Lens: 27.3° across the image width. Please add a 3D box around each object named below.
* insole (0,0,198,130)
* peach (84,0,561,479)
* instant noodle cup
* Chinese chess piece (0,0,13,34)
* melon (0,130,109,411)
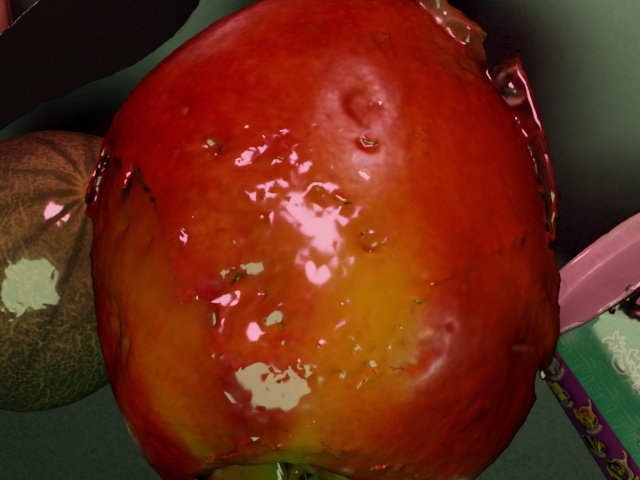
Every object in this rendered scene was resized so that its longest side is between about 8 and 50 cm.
[{"bbox_3d":[-0.240,-0.154,1.134,0.322,0.007,0.109,-31,135,8],"label":"insole"},{"bbox_3d":[0.000,0.000,1.011,0.353,0.416,0.339,28,149,-31],"label":"peach"},{"bbox_3d":[0.293,0.089,1.069,0.251,0.251,0.190,-35,98,34],"label":"instant noodle cup"},{"bbox_3d":[-0.412,-0.204,1.181,0.270,0.112,0.270,9,124,14],"label":"Chinese chess piece"},{"bbox_3d":[-0.255,0.027,1.198,0.237,0.237,0.302,37,138,-7],"label":"melon"}]
